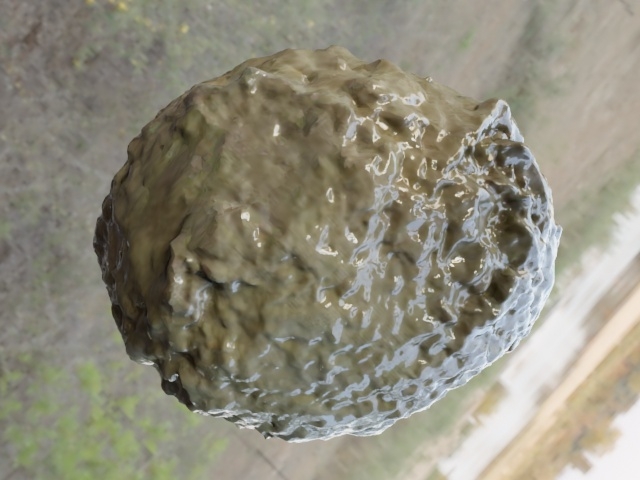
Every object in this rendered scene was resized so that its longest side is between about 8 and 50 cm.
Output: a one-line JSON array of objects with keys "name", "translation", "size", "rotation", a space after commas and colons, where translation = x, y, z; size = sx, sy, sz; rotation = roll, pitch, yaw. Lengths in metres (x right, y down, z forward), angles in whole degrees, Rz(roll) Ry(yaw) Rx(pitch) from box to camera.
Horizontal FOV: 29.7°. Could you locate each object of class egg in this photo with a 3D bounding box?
[{"name": "egg", "translation": [0.000, 0.000, 0.809], "size": [0.310, 0.279, 0.279], "rotation": [-16, 170, 12]}]
